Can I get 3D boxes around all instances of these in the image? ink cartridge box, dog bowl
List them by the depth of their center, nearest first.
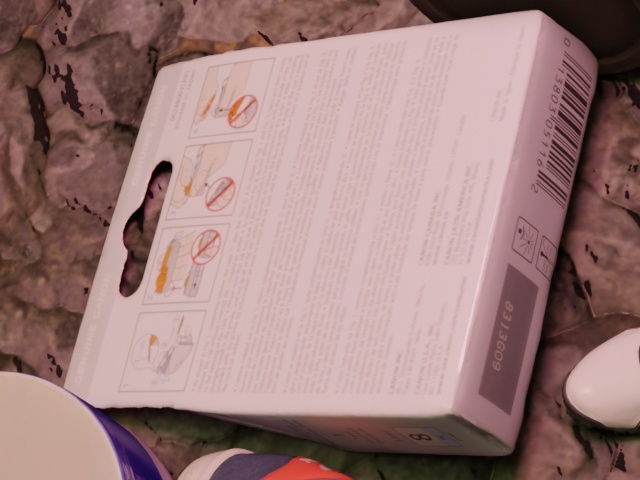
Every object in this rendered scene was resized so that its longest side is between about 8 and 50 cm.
[{"bbox_3d":[-0.233,0.232,1.401,0.265,0.104,0.265,-10,62,19],"label":"dog bowl"},{"bbox_3d":[0.000,0.000,1.451,0.385,0.091,0.308,-4,63,41],"label":"ink cartridge box"}]

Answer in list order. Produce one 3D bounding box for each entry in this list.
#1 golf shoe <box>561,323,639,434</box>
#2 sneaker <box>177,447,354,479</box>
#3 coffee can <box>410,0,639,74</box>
[{"bbox_3d":[0.247,0.069,1.282,0.198,0.094,0.077,-17,61,17],"label":"golf shoe"},{"bbox_3d":[-0.054,0.299,1.261,0.148,0.131,0.350,-6,62,39],"label":"sneaker"},{"bbox_3d":[0.191,-0.288,1.418,0.201,0.201,0.275,10,70,27],"label":"coffee can"}]
